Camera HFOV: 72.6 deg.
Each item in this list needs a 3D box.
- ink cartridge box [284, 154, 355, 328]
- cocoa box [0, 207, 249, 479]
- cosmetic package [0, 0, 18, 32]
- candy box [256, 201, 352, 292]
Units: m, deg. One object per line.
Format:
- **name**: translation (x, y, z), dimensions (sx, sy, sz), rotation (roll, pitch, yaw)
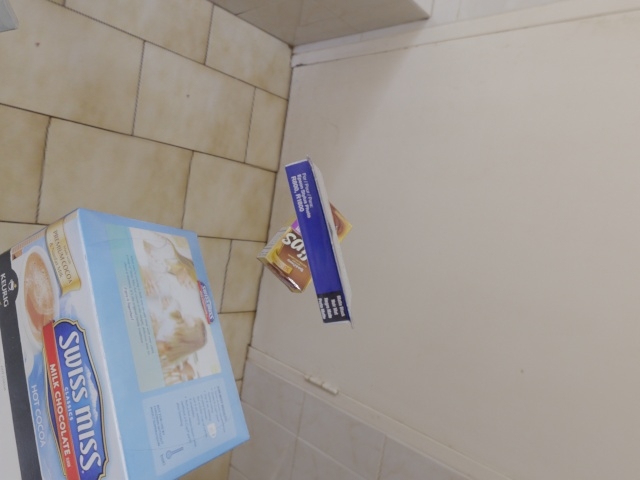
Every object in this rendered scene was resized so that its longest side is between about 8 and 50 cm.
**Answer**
- **ink cartridge box**: translation (0.000, 0.000, 0.624), dimensions (0.224, 0.045, 0.223), rotation (-46, 122, -86)
- **cocoa box**: translation (-0.290, 0.167, 0.618), dimensions (0.231, 0.228, 0.347), rotation (16, 53, -65)
- **cosmetic package**: translation (-0.668, -0.405, 0.740), dimensions (0.238, 0.107, 0.127), rotation (-23, 130, -17)
- **candy box**: translation (-0.029, 0.003, 0.892), dimensions (0.109, 0.053, 0.187), rotation (46, 68, -19)
